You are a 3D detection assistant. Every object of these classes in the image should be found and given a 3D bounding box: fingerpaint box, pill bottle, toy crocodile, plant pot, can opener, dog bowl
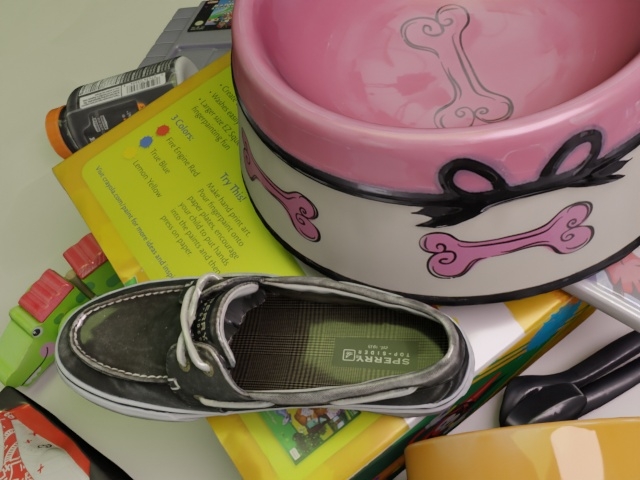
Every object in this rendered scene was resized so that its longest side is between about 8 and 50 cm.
[{"bbox_3d":[0.000,0.000,0.659,0.371,0.163,0.445,-37,62,-9],"label":"fingerpaint box"},{"bbox_3d":[-0.305,-0.196,1.000,0.246,0.130,0.130,-13,50,12],"label":"pill bottle"},{"bbox_3d":[-0.295,0.043,0.824,0.115,0.105,0.340,31,69,36],"label":"toy crocodile"},{"bbox_3d":[0.172,0.235,0.446,0.205,0.205,0.188,-10,66,14],"label":"plant pot"},{"bbox_3d":[0.246,0.134,0.579,0.186,0.059,0.073,-23,21,-10],"label":"can opener"},{"bbox_3d":[0.108,-0.159,0.524,0.408,0.150,0.408,-6,56,9],"label":"dog bowl"}]

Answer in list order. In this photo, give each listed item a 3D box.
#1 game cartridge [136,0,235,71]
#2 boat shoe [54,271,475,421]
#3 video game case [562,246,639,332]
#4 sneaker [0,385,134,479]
[{"bbox_3d":[-0.140,-0.337,1.096,0.355,0.068,0.230,5,60,24],"label":"game cartridge"},{"bbox_3d":[-0.056,0.067,0.473,0.335,0.119,0.121,-3,63,11],"label":"boat shoe"},{"bbox_3d":[0.226,-0.043,0.533,0.201,0.023,0.183,32,69,23],"label":"video game case"},{"bbox_3d":[-0.302,0.270,0.662,0.270,0.090,0.145,19,63,36],"label":"sneaker"}]
